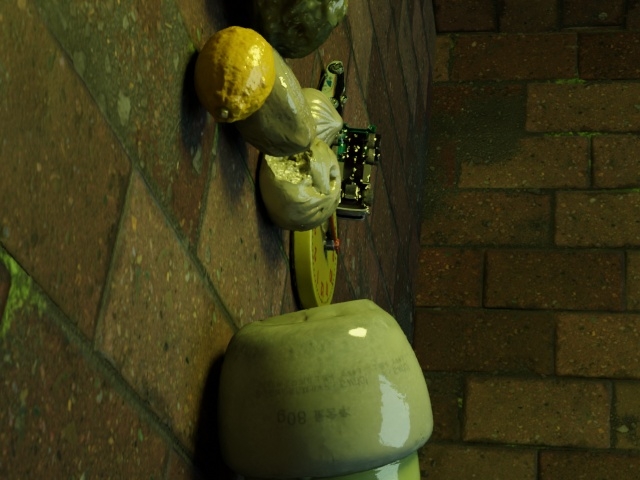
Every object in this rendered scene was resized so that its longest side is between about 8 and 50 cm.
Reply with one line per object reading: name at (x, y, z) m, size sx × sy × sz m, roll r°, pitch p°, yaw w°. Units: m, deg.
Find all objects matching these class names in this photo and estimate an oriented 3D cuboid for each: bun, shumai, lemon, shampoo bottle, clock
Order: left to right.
lemon at (-0.120, -0.229, 1.524) m, size 0.114 × 0.114 × 0.155 m, roll 73°, pitch 26°, yaw -55°
bun at (-0.083, -0.206, 1.692) m, size 0.166 × 0.113 × 0.173 m, roll -46°, pitch 112°, yaw -79°
shumai at (-0.081, -0.408, 1.681) m, size 0.261 × 0.221 × 0.225 m, roll -59°, pitch -136°, yaw 46°
bun at (-0.031, -0.110, 1.915) m, size 0.193 × 0.127 × 0.179 m, roll 50°, pitch 43°, yaw -69°
bun at (-0.003, -0.225, 2.119) m, size 0.138 × 0.094 × 0.138 m, roll 4°, pitch 90°, yaw -78°
clock at (0.004, 0.002, 2.210) m, size 0.277 × 0.071 × 0.294 m, roll 41°, pitch 52°, yaw -75°
shampoo bottle at (0.003, 0.252, 1.634) m, size 0.322 × 0.322 × 0.318 m, roll -27°, pitch 108°, yaw -76°

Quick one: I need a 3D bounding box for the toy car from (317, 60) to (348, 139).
toy car at (0.023, -0.298, 2.320) m, size 0.095 × 0.056 × 0.205 m, roll 78°, pitch 14°, yaw -46°

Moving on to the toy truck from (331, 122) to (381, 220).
toy truck at (0.075, -0.149, 2.462) m, size 0.116 × 0.110 × 0.216 m, roll 91°, pitch 4°, yaw -68°
